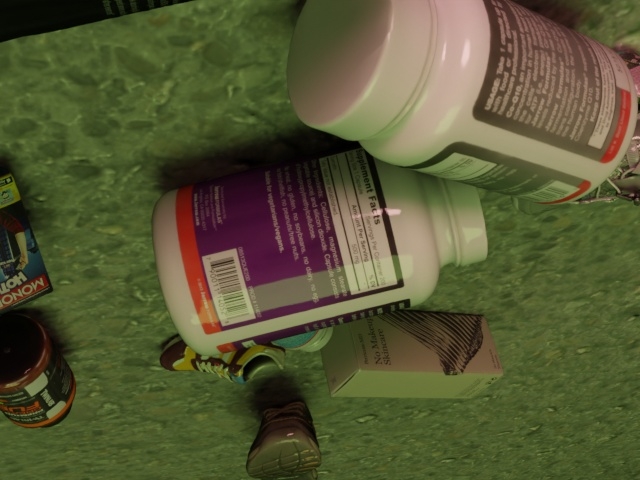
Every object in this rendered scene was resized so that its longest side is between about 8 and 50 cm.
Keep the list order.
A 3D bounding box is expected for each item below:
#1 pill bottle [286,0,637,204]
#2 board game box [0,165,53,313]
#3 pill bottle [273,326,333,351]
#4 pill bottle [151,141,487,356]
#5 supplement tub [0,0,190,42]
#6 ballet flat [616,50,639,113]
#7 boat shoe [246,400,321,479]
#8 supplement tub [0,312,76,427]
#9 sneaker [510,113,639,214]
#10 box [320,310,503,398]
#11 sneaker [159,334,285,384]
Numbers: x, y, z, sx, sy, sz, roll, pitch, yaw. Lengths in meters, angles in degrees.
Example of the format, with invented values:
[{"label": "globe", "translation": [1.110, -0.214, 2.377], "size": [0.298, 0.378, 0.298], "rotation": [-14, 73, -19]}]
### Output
[{"label": "pill bottle", "translation": [0.124, -0.132, 0.703], "size": [0.283, 0.161, 0.161], "rotation": [11, 142, -35]}, {"label": "board game box", "translation": [-0.377, 0.040, 0.804], "size": [0.194, 0.060, 0.194], "rotation": [-25, 130, -25]}, {"label": "pill bottle", "translation": [-0.047, 0.094, 1.080], "size": [0.087, 0.087, 0.160], "rotation": [-24, 147, 17]}, {"label": "pill bottle", "translation": [0.000, 0.000, 0.855], "size": [0.322, 0.182, 0.181], "rotation": [-14, 149, 1]}, {"label": "supplement tub", "translation": [-0.101, -0.223, 0.414], "size": [0.337, 0.207, 0.207], "rotation": [-15, 150, -9]}, {"label": "ballet flat", "translation": [0.248, -0.113, 0.862], "size": [0.221, 0.079, 0.077], "rotation": [-31, 138, 28]}, {"label": "boat shoe", "translation": [-0.071, 0.358, 1.465], "size": [0.132, 0.130, 0.355], "rotation": [-5, 154, -6]}, {"label": "supplement tub", "translation": [-0.386, 0.183, 1.081], "size": [0.106, 0.106, 0.198], "rotation": [-10, 149, -6]}, {"label": "sneaker", "translation": [0.352, -0.084, 0.912], "size": [0.281, 0.115, 0.105], "rotation": [-21, 148, 14]}, {"label": "box", "translation": [0.141, 0.177, 1.265], "size": [0.275, 0.113, 0.094], "rotation": [6, 144, -30]}, {"label": "sneaker", "translation": [-0.142, 0.169, 1.171], "size": [0.185, 0.084, 0.069], "rotation": [-17, 149, 7]}]
